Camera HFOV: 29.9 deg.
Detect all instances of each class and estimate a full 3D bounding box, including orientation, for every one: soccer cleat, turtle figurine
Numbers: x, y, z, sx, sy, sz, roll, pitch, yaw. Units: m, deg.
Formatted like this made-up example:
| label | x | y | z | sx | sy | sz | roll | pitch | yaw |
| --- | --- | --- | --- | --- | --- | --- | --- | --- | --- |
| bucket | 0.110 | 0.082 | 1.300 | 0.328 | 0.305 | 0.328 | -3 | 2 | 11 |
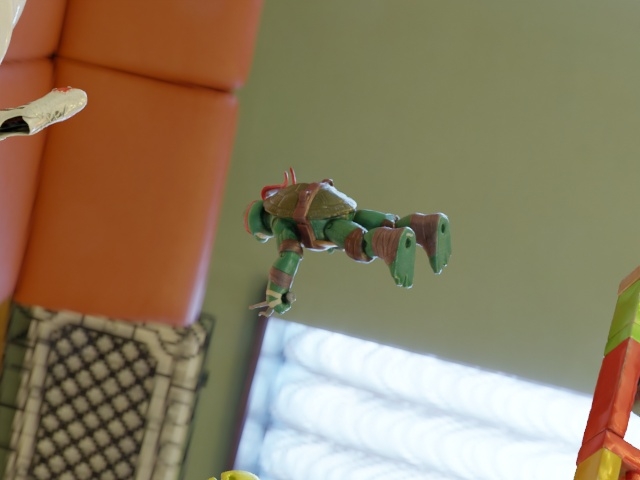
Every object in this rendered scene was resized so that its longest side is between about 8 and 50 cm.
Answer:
| label | x | y | z | sx | sy | sz | roll | pitch | yaw |
| --- | --- | --- | --- | --- | --- | --- | --- | --- | --- |
| soccer cleat | -0.231 | -0.102 | 0.982 | 0.035 | 0.083 | 0.029 | -121 | -163 | -55 |
| turtle figurine | 0.000 | 0.000 | 1.175 | 0.175 | 0.234 | 0.118 | -44 | 129 | -46 |

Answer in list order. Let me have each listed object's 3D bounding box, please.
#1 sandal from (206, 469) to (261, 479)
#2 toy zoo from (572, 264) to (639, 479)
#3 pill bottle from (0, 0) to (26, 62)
| label | x | y | z | sx | sy | sz | roll | pitch | yaw |
| --- | --- | --- | --- | --- | --- | --- | --- | --- | --- |
| sandal | -0.193 | 0.394 | 1.524 | 0.138 | 0.317 | 0.126 | 36 | -41 | 56 |
| toy zoo | 0.234 | 0.164 | 0.688 | 0.030 | 0.192 | 0.293 | -53 | -173 | 46 |
| pill bottle | -0.295 | -0.216 | 0.802 | 0.334 | 0.188 | 0.188 | -121 | -146 | -52 |
